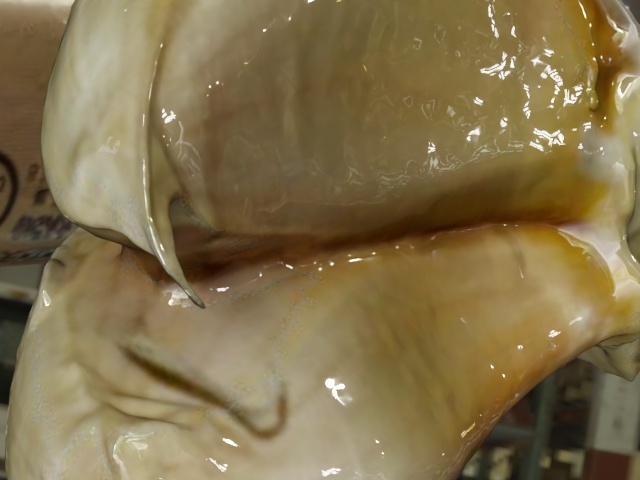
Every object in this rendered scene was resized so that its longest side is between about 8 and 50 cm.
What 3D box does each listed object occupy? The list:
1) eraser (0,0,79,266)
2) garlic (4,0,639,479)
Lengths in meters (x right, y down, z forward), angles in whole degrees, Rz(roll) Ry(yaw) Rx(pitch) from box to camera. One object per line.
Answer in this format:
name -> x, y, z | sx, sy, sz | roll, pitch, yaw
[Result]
eraser -> -0.183, -0.056, 0.627 | 0.087, 0.171, 0.290 | 35, 21, 29
garlic -> 0.000, 0.000, 0.569 | 0.313, 0.286, 0.249 | -19, 51, -36
